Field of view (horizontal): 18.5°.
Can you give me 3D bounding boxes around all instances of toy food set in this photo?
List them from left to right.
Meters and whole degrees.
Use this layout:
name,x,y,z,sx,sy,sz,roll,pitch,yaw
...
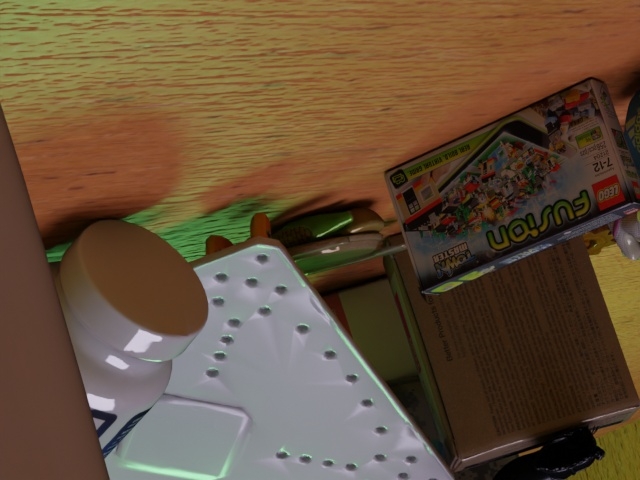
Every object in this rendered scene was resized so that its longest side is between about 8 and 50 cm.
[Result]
name,x,y,z,sx,sy,sz,roll,pitch,yaw
toy food set,0.000,0.000,1.812,0.132,0.039,0.192,-15,173,19

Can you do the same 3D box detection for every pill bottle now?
name,x,y,z,sx,sy,sz,roll,pitch,yaw
pill bottle,-0.217,0.112,1.633,0.153,0.153,0.265,1,140,-51

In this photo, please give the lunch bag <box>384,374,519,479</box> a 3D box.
name,x,y,z,sx,sy,sz,roll,pitch,yaw
lunch bag,0.080,0.317,2.073,0.212,0.305,0.256,-7,162,-29

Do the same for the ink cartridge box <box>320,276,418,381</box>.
name,x,y,z,sx,sy,sz,roll,pitch,yaw
ink cartridge box,0.106,0.108,2.167,0.283,0.117,0.207,-16,165,-5

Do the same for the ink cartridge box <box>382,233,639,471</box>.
name,x,y,z,sx,sy,sz,roll,pitch,yaw
ink cartridge box,0.186,0.090,1.949,0.193,0.235,0.088,-15,165,-7

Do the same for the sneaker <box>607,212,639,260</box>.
name,x,y,z,sx,sy,sz,roll,pitch,yaw
sneaker,0.334,-0.056,1.822,0.103,0.111,0.252,-14,165,-15

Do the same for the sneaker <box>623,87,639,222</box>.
name,x,y,z,sx,sy,sz,roll,pitch,yaw
sneaker,0.309,-0.122,1.624,0.091,0.126,0.240,6,127,-28

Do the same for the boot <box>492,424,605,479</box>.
name,x,y,z,sx,sy,sz,roll,pitch,yaw
boot,0.218,0.219,1.904,0.121,0.045,0.099,-25,168,1

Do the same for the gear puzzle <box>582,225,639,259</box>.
name,x,y,z,sx,sy,sz,roll,pitch,yaw
gear puzzle,0.394,-0.041,2.096,0.339,0.044,0.175,-19,159,4

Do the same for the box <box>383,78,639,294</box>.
name,x,y,z,sx,sy,sz,roll,pitch,yaw
box,0.163,-0.043,1.663,0.207,0.114,0.036,-25,164,25

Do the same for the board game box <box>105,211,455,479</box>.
name,x,y,z,sx,sy,sz,roll,pitch,yaw
board game box,-0.127,0.166,1.835,0.390,0.050,0.390,-20,133,18

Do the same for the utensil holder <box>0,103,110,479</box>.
name,x,y,z,sx,sy,sz,roll,pitch,yaw
utensil holder,-0.287,0.073,1.009,0.327,0.385,0.327,-17,166,-4
